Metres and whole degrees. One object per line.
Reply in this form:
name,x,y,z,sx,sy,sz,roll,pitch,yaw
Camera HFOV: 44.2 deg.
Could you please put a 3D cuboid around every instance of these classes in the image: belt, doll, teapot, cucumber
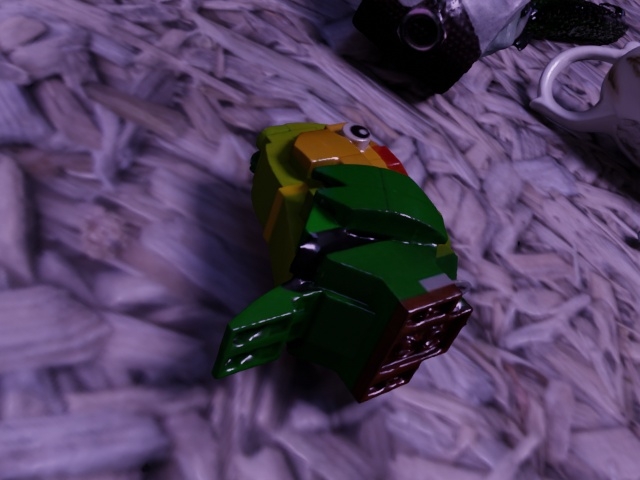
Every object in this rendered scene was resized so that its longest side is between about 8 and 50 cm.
belt,0.152,-0.257,0.792,0.164,0.184,0.289,37,42,-3
doll,0.008,0.001,0.452,0.134,0.106,0.186,8,42,-13
teapot,0.372,-0.118,0.826,0.298,0.139,0.204,41,0,26
cucumber,0.326,-0.305,1.072,0.245,0.067,0.067,-5,51,-39

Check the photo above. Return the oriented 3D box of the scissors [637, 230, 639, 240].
scissors,0.415,0.041,0.772,0.256,0.030,0.125,25,36,-15
